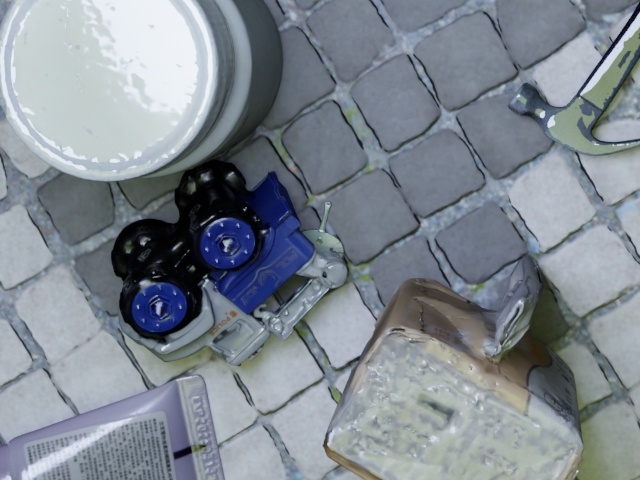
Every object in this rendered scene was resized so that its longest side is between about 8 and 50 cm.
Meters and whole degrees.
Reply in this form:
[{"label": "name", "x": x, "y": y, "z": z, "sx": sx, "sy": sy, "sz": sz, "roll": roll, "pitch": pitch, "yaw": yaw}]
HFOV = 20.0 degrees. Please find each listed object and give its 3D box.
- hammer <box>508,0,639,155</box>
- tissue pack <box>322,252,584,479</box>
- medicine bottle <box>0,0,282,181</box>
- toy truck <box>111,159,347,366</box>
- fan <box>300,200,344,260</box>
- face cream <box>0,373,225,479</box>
[{"label": "hammer", "x": 0.324, "y": -0.210, "z": 1.791, "sx": 0.137, "sy": 0.037, "sz": 0.290, "roll": 36, "pitch": 99, "yaw": 1}, {"label": "tissue pack", "x": 0.150, "y": 0.126, "z": 1.715, "sx": 0.239, "sy": 0.305, "sz": 0.238, "roll": 1, "pitch": 97, "yaw": 6}, {"label": "medicine bottle", "x": -0.158, "y": -0.163, "z": 1.678, "sx": 0.211, "sy": 0.371, "sz": 0.211, "roll": 1, "pitch": 97, "yaw": 7}, {"label": "toy truck", "x": -0.099, "y": 0.035, "z": 1.824, "sx": 0.213, "sy": 0.161, "sz": 0.177, "roll": -43, "pitch": 114, "yaw": 10}, {"label": "fan", "x": 0.000, "y": 0.000, "z": 1.867, "sx": 0.056, "sy": 0.004, "sz": 0.083, "roll": 15, "pitch": 97, "yaw": 4}, {"label": "face cream", "x": -0.240, "y": 0.239, "z": 1.888, "sx": 0.274, "sy": 0.096, "sz": 0.154, "roll": -11, "pitch": 93, "yaw": -6}]
